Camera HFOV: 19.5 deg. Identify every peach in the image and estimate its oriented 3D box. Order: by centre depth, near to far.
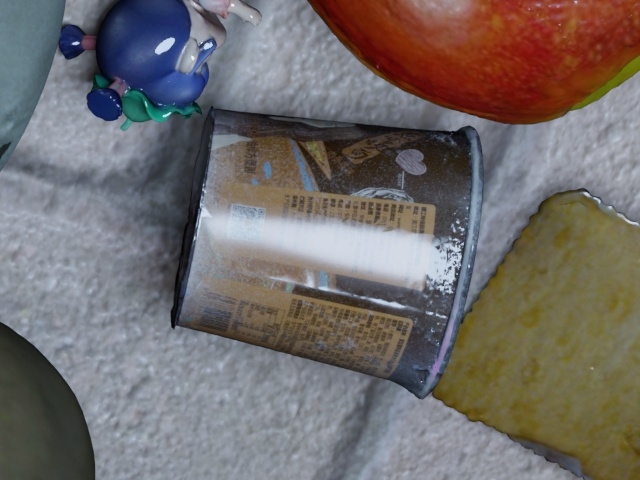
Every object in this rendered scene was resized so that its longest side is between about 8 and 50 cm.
[{"bbox_3d":[0.128,-0.272,1.305,0.290,0.372,0.373,-34,115,-39],"label":"peach"}]

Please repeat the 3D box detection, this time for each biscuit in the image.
[{"bbox_3d":[0.234,0.093,1.528,0.232,0.013,0.237,30,119,-3],"label":"biscuit"}]

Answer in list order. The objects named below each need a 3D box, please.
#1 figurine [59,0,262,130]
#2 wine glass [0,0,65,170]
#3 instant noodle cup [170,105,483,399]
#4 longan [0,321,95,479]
[{"bbox_3d":[-0.104,-0.171,1.408,0.102,0.111,0.195,35,96,-35],"label":"figurine"},{"bbox_3d":[-0.249,-0.200,1.327,0.190,0.190,0.357,29,97,-16],"label":"wine glass"},{"bbox_3d":[0.000,0.000,1.418,0.207,0.217,0.217,10,106,-7],"label":"instant noodle cup"},{"bbox_3d":[-0.326,0.191,1.385,0.318,0.319,0.319,-3,108,-8],"label":"longan"}]
